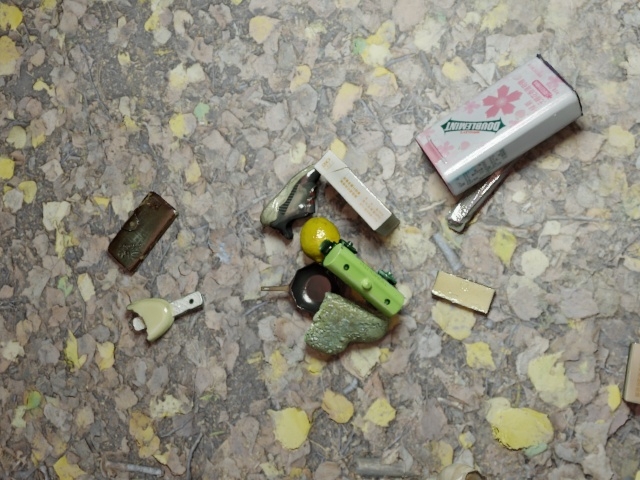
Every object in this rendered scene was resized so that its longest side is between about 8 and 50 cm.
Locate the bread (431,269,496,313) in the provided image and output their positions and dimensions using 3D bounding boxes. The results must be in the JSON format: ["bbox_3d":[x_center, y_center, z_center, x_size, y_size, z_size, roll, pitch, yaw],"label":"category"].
[{"bbox_3d":[0.357,0.128,1.625,0.153,0.028,0.068,18,89,16],"label":"bread"}]

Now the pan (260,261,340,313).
[{"bbox_3d":[-0.044,0.113,1.730,0.201,0.048,0.129,22,89,15],"label":"pan"}]

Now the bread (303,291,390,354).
[{"bbox_3d":[0.057,0.207,1.656,0.231,0.064,0.173,-16,107,13],"label":"bread"}]

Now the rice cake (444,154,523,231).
[{"bbox_3d":[0.413,-0.135,1.627,0.270,0.049,0.055,-52,52,5],"label":"rice cake"}]

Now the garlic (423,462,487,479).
[{"bbox_3d":[0.296,0.641,1.538,0.142,0.178,0.230,2,64,46],"label":"garlic"}]

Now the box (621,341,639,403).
[{"bbox_3d":[0.799,0.314,1.463,0.201,0.058,0.141,10,87,16],"label":"box"}]

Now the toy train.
[{"bbox_3d":[0.104,0.091,1.604,0.253,0.157,0.105,40,94,-11],"label":"toy train"}]

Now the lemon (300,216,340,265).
[{"bbox_3d":[0.000,0.000,1.699,0.109,0.109,0.133,-7,71,15],"label":"lemon"}]

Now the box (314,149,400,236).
[{"bbox_3d":[0.096,-0.118,1.664,0.067,0.149,0.233,-44,75,4],"label":"box"}]

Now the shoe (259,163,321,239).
[{"bbox_3d":[-0.058,-0.101,1.740,0.227,0.099,0.112,-44,82,11],"label":"shoe"}]

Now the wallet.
[{"bbox_3d":[-0.523,-0.026,1.892,0.122,0.031,0.232,39,96,14],"label":"wallet"}]

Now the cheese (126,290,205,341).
[{"bbox_3d":[-0.434,0.199,1.833,0.234,0.050,0.127,-24,76,11],"label":"cheese"}]

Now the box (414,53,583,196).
[{"bbox_3d":[0.433,-0.280,1.583,0.369,0.112,0.190,-32,51,10],"label":"box"}]
